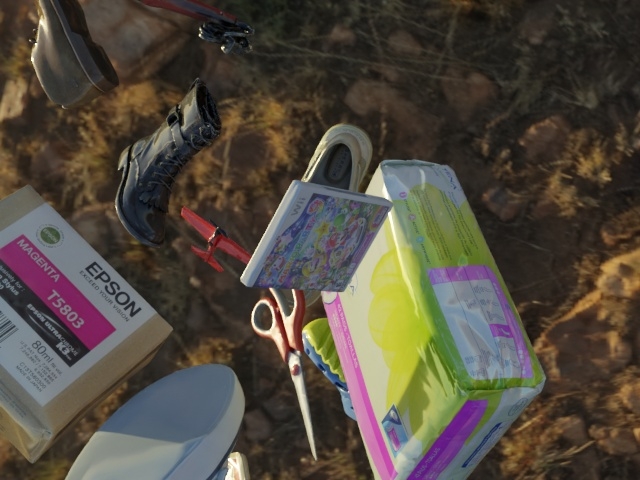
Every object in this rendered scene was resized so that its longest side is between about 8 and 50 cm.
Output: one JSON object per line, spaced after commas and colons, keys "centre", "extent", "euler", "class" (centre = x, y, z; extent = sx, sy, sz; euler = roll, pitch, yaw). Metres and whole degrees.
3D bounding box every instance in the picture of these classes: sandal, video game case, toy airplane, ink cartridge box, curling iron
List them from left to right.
{"centre": [-0.307, 0.082, 1.061], "extent": [0.235, 0.193, 0.088], "euler": [44, 136, 2], "class": "ink cartridge box"}
{"centre": [-0.194, -0.281, 1.139], "extent": [0.035, 0.274, 0.068], "euler": [-59, 22, 21], "class": "curling iron"}
{"centre": [-0.179, 0.006, 1.659], "extent": [0.151, 0.151, 0.028], "euler": [20, 61, 34], "class": "toy airplane"}
{"centre": [0.000, 0.000, 0.768], "extent": [0.011, 0.122, 0.087], "euler": [40, 109, 33], "class": "video game case"}
{"centre": [0.077, 0.278, 1.846], "extent": [0.317, 0.126, 0.138], "euler": [45, 131, 8], "class": "sandal"}

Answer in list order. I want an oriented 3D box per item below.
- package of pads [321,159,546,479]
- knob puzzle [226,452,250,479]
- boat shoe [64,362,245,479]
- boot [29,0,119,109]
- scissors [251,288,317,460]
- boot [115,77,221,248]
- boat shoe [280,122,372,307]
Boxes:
{"centre": [0.101, 0.088, 1.041], "extent": [0.229, 0.101, 0.296], "euler": [115, 147, -44], "class": "package of pads"}
{"centre": [-0.149, 0.362, 1.295], "extent": [0.213, 0.030, 0.213], "euler": [-36, 40, 39], "class": "knob puzzle"}
{"centre": [-0.145, 0.273, 0.868], "extent": [0.136, 0.367, 0.156], "euler": [-6, 122, 22], "class": "boat shoe"}
{"centre": [-0.456, -0.360, 1.693], "extent": [0.115, 0.112, 0.305], "euler": [-30, 73, 13], "class": "boot"}
{"centre": [-0.032, 0.158, 1.386], "extent": [0.109, 0.021, 0.297], "euler": [-52, 39, 22], "class": "scissors"}
{"centre": [-0.261, -0.141, 1.773], "extent": [0.229, 0.091, 0.262], "euler": [-36, 51, 29], "class": "boot"}
{"centre": [-0.007, -0.026, 1.492], "extent": [0.109, 0.098, 0.302], "euler": [23, 111, 3], "class": "boat shoe"}
